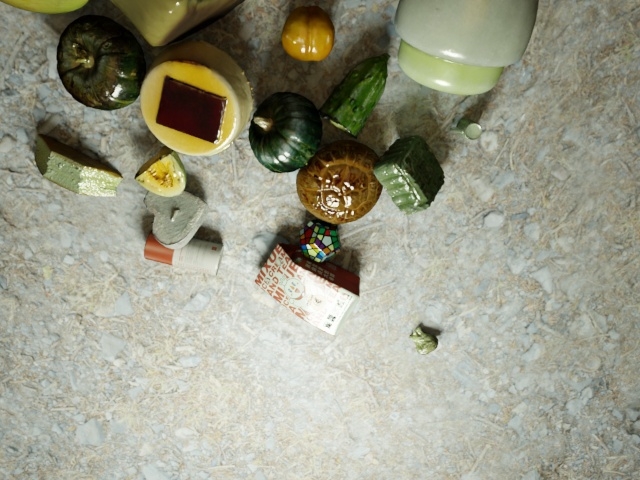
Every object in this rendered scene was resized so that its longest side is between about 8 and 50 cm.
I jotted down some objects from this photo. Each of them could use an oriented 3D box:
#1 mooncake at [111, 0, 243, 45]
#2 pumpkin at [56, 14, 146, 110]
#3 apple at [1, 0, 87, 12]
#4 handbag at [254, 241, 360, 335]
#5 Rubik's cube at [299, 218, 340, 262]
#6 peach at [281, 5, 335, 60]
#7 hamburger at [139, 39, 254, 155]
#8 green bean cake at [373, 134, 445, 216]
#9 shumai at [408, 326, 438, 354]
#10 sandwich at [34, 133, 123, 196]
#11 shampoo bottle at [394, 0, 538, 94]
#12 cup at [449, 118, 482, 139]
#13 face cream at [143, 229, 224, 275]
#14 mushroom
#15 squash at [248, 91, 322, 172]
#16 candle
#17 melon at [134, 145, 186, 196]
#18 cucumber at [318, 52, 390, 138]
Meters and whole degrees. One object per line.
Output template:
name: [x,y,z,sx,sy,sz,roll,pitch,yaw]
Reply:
mooncake: [-0.292,-0.626,1.102,0.393,0.394,0.246,-37,104,10]
pumpkin: [-0.560,-0.445,1.257,0.238,0.159,0.237,3,98,24]
apple: [-0.650,-0.688,1.115,0.305,0.338,0.338,19,107,-23]
handbag: [-0.040,0.139,1.493,0.298,0.151,0.171,26,111,-6]
Rubik's cube: [0.000,0.000,1.457,0.133,0.133,0.111,15,112,-6]
peach: [-0.031,-0.534,1.279,0.138,0.138,0.138,0,108,-1]
hamburger: [-0.322,-0.364,1.287,0.302,0.170,0.301,2,123,3]
green bean cake: [0.253,-0.184,1.371,0.094,0.173,0.181,-15,117,48]
shumai: [0.332,0.315,1.601,0.083,0.082,0.080,-32,106,-14]
sandwich: [-0.697,-0.201,1.395,0.258,0.096,0.094,26,111,-7]
shampoo bottle: [0.344,-0.534,1.180,0.323,0.322,0.317,11,130,-5]
cup: [0.407,-0.313,1.386,0.075,0.083,0.054,25,107,-7]
face cream: [-0.403,0.035,1.475,0.214,0.096,0.095,14,107,-5]
mushroom: [0.057,-0.161,1.399,0.254,0.153,0.253,-3,117,-6]
squash: [-0.095,-0.286,1.322,0.218,0.172,0.218,-1,86,17]
candle: [-0.404,-0.079,1.419,0.169,0.068,0.192,-14,79,-8]
melon: [-0.421,-0.186,1.368,0.160,0.079,0.128,-24,112,30]
cucumber: [0.109,-0.402,1.337,0.134,0.134,0.244,34,95,-12]
